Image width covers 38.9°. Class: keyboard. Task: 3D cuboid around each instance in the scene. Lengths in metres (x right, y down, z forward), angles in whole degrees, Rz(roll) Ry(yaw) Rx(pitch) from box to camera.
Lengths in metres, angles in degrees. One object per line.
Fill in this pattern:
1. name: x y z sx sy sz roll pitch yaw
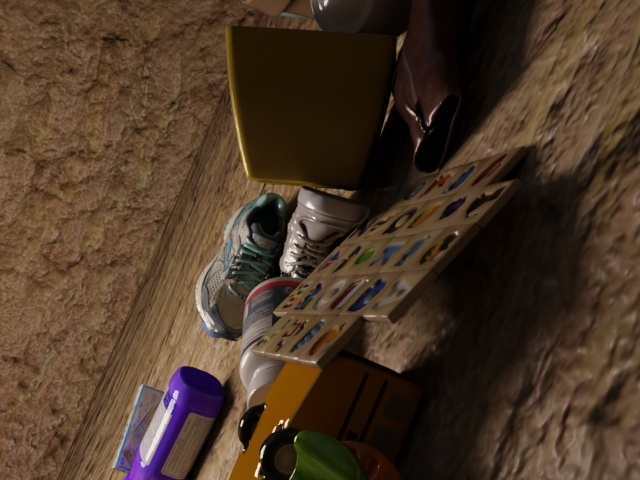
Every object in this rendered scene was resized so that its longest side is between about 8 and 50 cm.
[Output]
1. keyboard: -0.058 0.036 1.412 0.100 0.038 0.192 -53 20 38

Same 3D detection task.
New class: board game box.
1. board game box: -0.297 0.346 1.614 0.026 0.103 0.154 -40 30 57

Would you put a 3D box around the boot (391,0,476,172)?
1. boot: 0.145 -0.226 1.022 0.207 0.090 0.248 -95 16 -45

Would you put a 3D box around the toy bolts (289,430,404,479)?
1. toy bolts: 0.027 0.295 0.708 0.218 0.158 0.228 33 90 33

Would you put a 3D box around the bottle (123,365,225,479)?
1. bottle: -0.252 0.350 1.487 0.283 0.092 0.118 -64 16 8

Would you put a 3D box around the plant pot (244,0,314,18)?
1. plant pot: 0.036 -0.447 1.441 0.263 0.229 0.263 -57 19 32

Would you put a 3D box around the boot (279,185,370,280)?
1. boot: 0.000 0.000 1.180 0.258 0.095 0.123 -118 45 -89

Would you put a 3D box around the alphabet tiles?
1. alphabet tiles: 0.059 0.018 0.913 0.285 0.011 0.342 -45 10 -16

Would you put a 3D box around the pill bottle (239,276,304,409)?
1. pill bottle: -0.043 0.137 1.100 0.108 0.108 0.180 -56 20 30

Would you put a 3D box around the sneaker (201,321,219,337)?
1. sneaker: -0.169 0.100 1.611 0.090 0.081 0.232 -57 12 38

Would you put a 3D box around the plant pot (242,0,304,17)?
1. plant pot: -0.002 -0.557 1.772 0.293 0.196 0.293 -57 18 30

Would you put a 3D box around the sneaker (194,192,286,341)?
1. sneaker: -0.125 0.031 1.508 0.122 0.110 0.283 -42 29 47

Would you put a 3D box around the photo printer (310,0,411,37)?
1. photo printer: 0.089 -0.412 1.183 0.256 0.107 0.308 -34 -42 -56

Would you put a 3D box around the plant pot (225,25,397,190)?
1. plant pot: -0.011 -0.165 1.203 0.212 0.212 0.187 -15 -71 -85

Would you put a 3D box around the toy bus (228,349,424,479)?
1. toy bus: -0.032 0.262 0.851 0.333 0.130 0.108 -67 17 -3
